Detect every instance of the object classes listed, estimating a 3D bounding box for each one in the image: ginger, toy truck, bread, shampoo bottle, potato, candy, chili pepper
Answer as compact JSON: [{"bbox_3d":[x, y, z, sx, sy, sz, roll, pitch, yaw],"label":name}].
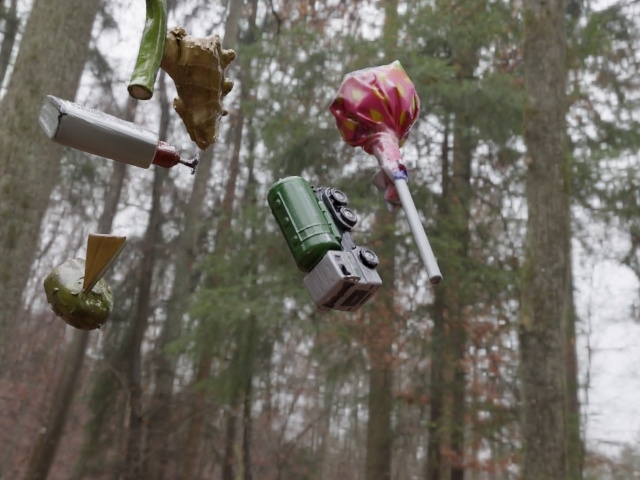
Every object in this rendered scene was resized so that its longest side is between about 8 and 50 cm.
[{"bbox_3d":[-0.191,-0.253,1.297,0.081,0.115,0.205,2,-62,44],"label":"ginger"},{"bbox_3d":[0.000,0.000,1.347,0.125,0.242,0.101,8,-45,-44],"label":"toy truck"},{"bbox_3d":[-0.491,0.058,1.844,0.084,0.139,0.074,6,-13,-10],"label":"bread"},{"bbox_3d":[-0.329,-0.166,1.391,0.284,0.071,0.153,19,8,-31],"label":"shampoo bottle"},{"bbox_3d":[-0.601,0.129,2.007,0.176,0.141,0.298,58,-14,-24],"label":"potato"},{"bbox_3d":[0.097,-0.088,1.013,0.124,0.365,0.124,-8,-42,-8],"label":"candy"},{"bbox_3d":[-0.246,-0.302,1.171,0.050,0.202,0.052,5,-7,-15],"label":"chili pepper"}]
